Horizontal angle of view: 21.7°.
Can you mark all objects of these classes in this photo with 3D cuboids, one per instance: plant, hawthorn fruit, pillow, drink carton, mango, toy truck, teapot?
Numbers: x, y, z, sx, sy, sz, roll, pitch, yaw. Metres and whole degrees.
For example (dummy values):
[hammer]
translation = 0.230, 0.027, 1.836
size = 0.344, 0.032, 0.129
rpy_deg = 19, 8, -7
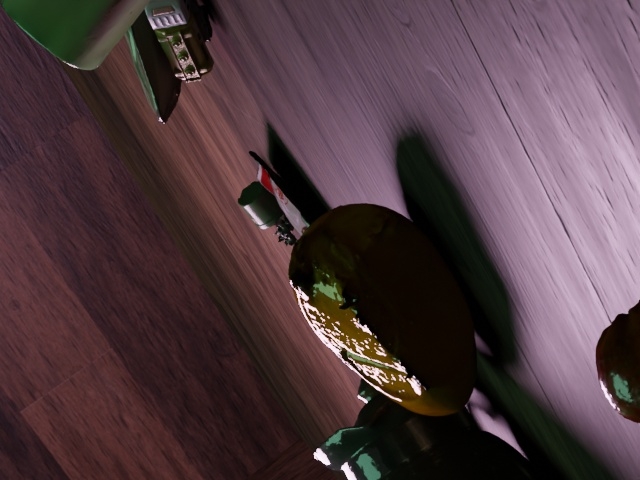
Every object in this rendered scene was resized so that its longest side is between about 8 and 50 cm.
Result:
[plant]
translation = -0.055, -0.028, 2.053
size = 0.102, 0.051, 0.051
rpy_deg = 45, 178, -34
[hawthorn fruit]
translation = 0.203, 0.073, 0.947
size = 0.093, 0.093, 0.093
rpy_deg = 53, 171, 12
[pillow]
translation = -0.190, -0.242, 1.755
size = 0.130, 0.038, 0.232
rpy_deg = -77, -28, -68
[drink carton]
translation = -0.213, -0.246, 1.581
size = 0.144, 0.142, 0.146
rpy_deg = 40, -166, 4
[mango]
translation = 0.068, 0.070, 1.515
size = 0.154, 0.126, 0.252
rpy_deg = 26, 159, 49
[toy truck]
translation = -0.146, -0.220, 1.713
size = 0.123, 0.052, 0.062
rpy_deg = 67, -163, -53
[teapot]
translation = 0.145, 0.249, 1.726
size = 0.223, 0.305, 0.285
rpy_deg = -47, 67, 44

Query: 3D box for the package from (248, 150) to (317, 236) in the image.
[package]
translation = 0.000, 0.000, 1.911
size = 0.239, 0.030, 0.154
rpy_deg = 53, 173, 9
